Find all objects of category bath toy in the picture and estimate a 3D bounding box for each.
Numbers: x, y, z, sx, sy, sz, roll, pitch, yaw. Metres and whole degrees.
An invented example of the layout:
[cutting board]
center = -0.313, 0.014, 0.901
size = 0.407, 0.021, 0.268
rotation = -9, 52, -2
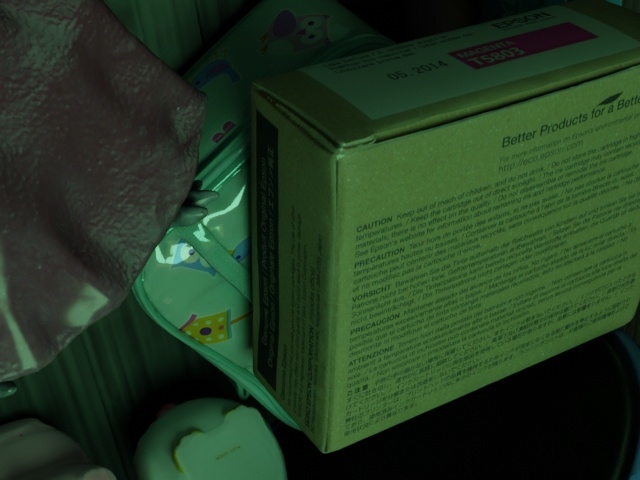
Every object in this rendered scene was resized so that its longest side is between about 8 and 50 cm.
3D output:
[bath toy]
center = -0.187, 0.179, 0.699
size = 0.348, 0.151, 0.129
rotation = -14, 167, -33

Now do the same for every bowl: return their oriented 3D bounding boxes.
[bowl]
center = 0.058, 0.185, 0.724
size = 0.391, 0.391, 0.077
rotation = -40, 110, -7

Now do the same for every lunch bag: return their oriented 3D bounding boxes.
[lunch bag]
center = 0.000, 0.000, 0.719
size = 0.224, 0.108, 0.279
rotation = -45, 137, -2

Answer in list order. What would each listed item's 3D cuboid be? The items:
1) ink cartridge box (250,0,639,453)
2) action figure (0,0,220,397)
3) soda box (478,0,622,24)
[ink cartridge box]
center = 0.080, -0.014, 0.626
size = 0.235, 0.088, 0.193
rotation = -18, 128, -27
[action figure]
center = -0.204, -0.113, 0.473
size = 0.276, 0.248, 0.370
rotation = -12, 128, 26
[soda box]
center = 0.152, -0.146, 0.754
size = 0.067, 0.071, 0.210
rotation = -27, 134, -20
